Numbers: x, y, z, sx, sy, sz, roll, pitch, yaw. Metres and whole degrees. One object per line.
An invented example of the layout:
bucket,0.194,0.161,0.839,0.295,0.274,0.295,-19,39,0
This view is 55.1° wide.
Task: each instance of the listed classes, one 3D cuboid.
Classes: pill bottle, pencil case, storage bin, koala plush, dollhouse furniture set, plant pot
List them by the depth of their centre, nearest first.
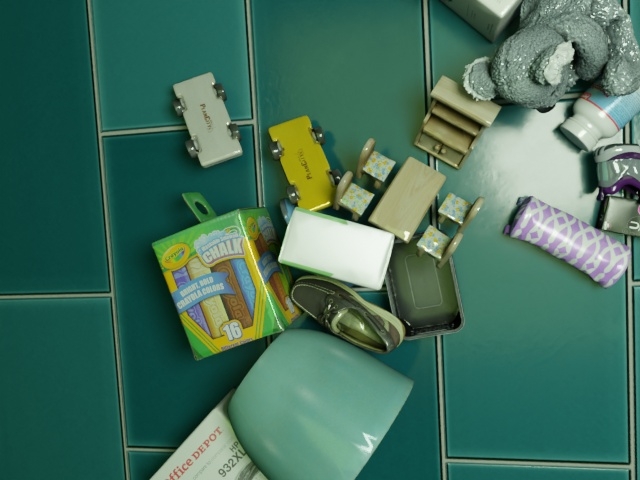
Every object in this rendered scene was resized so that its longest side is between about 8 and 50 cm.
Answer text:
koala plush,0.332,-0.275,0.917,0.221,0.196,0.203,-34,114,-27
dollhouse furniture set,0.173,-0.117,1.006,0.212,0.161,0.242,31,71,8
pill bottle,0.482,-0.228,1.021,0.087,0.087,0.160,44,101,5
pencil case,0.422,0.004,1.057,0.206,0.086,0.088,30,134,10
plant pot,-0.018,0.294,1.071,0.235,0.293,0.293,35,101,9
storage bin,0.185,0.078,1.111,0.122,0.084,0.180,-12,92,13

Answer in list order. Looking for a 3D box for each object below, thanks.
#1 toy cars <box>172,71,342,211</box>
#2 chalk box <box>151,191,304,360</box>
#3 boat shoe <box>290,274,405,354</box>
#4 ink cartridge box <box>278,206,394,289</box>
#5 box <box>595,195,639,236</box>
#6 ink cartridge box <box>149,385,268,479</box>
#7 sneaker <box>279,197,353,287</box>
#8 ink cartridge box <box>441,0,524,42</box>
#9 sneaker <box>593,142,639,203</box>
toy cars,-0.119,-0.172,1.150,0.394,0.087,0.176,26,73,11
chalk box,-0.172,0.041,1.133,0.179,0.180,0.288,-19,92,13
boat shoe,0.040,0.130,1.082,0.224,0.073,0.080,26,111,16
ink cartridge box,0.022,0.016,1.012,0.160,0.219,0.092,16,88,-1
box,0.523,-0.041,1.046,0.083,0.052,0.062,12,97,11
ink cartridge box,-0.141,0.479,1.190,0.307,0.129,0.223,43,103,5
sneaker,0.000,0.000,1.154,0.082,0.069,0.209,-32,90,6
ink cartridge box,0.256,-0.479,1.003,0.233,0.168,0.171,42,101,5
sneaker,0.563,-0.106,1.009,0.224,0.083,0.098,2,92,5
